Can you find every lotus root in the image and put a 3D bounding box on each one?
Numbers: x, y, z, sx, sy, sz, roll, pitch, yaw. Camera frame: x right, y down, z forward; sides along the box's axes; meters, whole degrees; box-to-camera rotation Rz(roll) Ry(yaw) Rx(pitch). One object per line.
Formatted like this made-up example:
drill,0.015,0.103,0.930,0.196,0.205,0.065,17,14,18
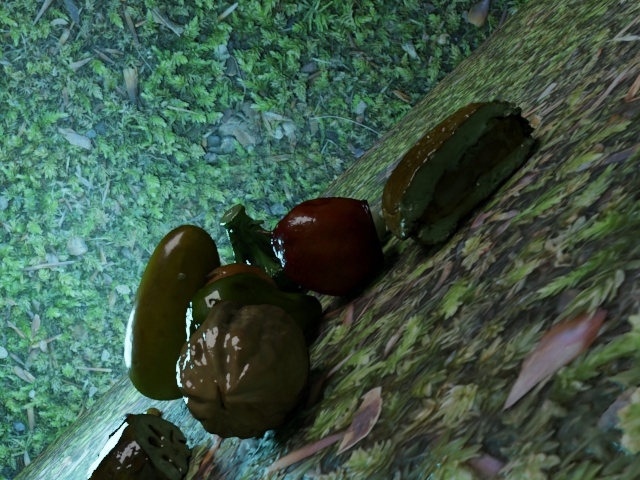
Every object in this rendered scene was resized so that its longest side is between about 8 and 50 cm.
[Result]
lotus root,-0.314,0.392,1.213,0.119,0.138,0.235,-53,13,2

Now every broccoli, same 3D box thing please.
broccoli,-0.140,0.032,1.702,0.269,0.269,0.254,-42,20,10

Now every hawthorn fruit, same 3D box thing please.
hawthorn fruit,0.000,0.000,1.286,0.189,0.252,0.189,10,-90,-89

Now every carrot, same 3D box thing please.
carrot,-0.158,0.154,1.456,0.196,0.196,0.254,-44,13,-4

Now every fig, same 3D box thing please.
fig,-0.099,0.155,1.262,0.275,0.205,0.206,-8,-15,-35

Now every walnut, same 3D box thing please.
walnut,-0.111,0.184,1.019,0.198,0.198,0.245,-41,9,18

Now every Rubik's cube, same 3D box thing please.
Rubik's cube,-0.416,0.437,1.551,0.093,0.111,0.111,-15,10,3

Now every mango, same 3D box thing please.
mango,-0.346,0.169,1.655,0.301,0.221,0.444,-78,-2,-68

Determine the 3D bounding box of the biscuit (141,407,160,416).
biscuit,-0.487,0.496,1.826,0.224,0.033,0.144,-36,11,40

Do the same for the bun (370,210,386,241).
bun,0.034,0.000,1.480,0.222,0.127,0.222,-45,6,6

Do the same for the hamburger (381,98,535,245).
hamburger,0.216,-0.119,1.189,0.309,0.132,0.211,-46,10,-8
